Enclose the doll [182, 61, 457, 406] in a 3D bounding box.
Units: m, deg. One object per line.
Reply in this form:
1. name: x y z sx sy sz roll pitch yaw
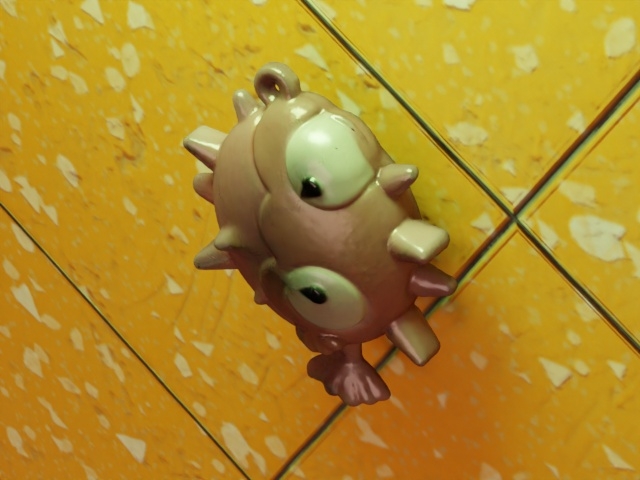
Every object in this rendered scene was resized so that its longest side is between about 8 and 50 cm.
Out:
1. doll: 0.000 0.000 1.079 0.211 0.093 0.262 15 128 32
